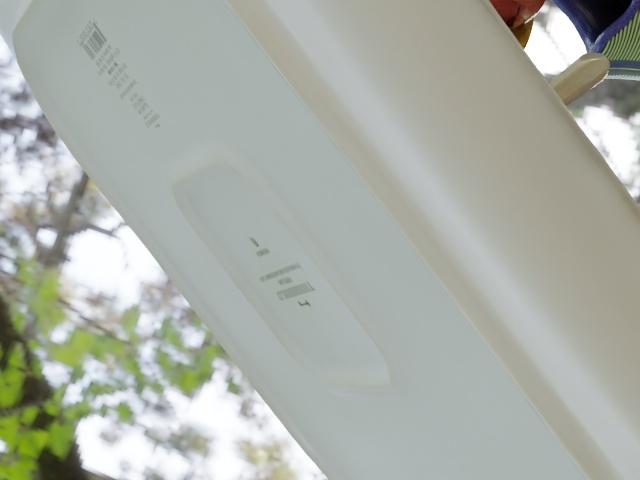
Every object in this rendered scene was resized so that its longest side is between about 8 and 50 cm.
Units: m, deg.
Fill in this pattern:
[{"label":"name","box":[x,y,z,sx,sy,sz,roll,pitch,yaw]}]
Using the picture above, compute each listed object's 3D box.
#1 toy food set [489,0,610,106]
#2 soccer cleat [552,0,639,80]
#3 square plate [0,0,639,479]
[{"label":"toy food set","box":[0.035,-0.134,0.726,0.128,0.218,0.071,-27,-37,-31]},{"label":"soccer cleat","box":[0.129,-0.211,0.840,0.121,0.289,0.093,-15,-22,-18]},{"label":"square plate","box":[0.000,0.000,0.570,0.049,0.347,0.344,-40,-82,-18]}]
